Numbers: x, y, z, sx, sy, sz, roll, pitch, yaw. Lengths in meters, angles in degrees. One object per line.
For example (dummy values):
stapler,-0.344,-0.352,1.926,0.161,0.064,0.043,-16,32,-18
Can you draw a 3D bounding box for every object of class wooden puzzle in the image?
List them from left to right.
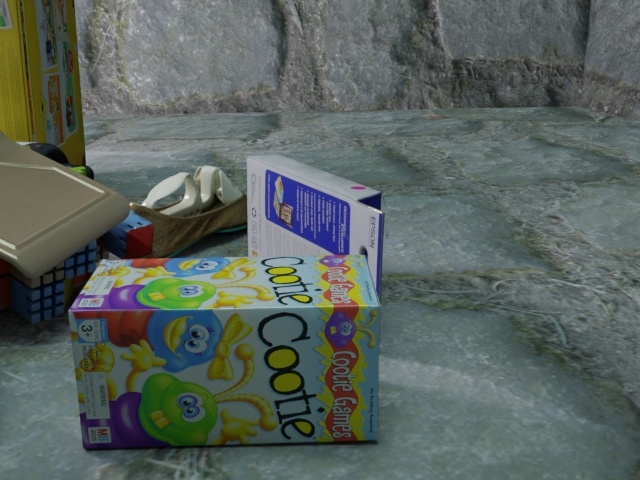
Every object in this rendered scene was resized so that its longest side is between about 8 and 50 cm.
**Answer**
wooden puzzle,-0.400,-0.052,1.010,0.238,0.044,0.221,30,31,7

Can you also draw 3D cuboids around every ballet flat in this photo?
ballet flat,-0.215,-0.059,1.338,0.116,0.124,0.342,10,20,29

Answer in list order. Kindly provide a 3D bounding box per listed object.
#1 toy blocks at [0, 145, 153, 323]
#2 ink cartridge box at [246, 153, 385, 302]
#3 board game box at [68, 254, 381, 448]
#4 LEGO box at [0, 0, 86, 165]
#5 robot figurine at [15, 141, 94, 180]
toy blocks,-0.414,0.011,1.074,0.260,0.191,0.381,26,29,33
ink cartridge box,0.000,0.000,1.056,0.069,0.176,0.371,-8,19,-26
board game box,-0.085,0.104,0.771,0.275,0.144,0.142,-1,18,-2
LEGO box,-0.627,-0.331,1.588,0.193,0.501,0.372,0,16,-2
robot figurine,-0.532,-0.087,1.336,0.278,0.209,0.174,2,55,7
